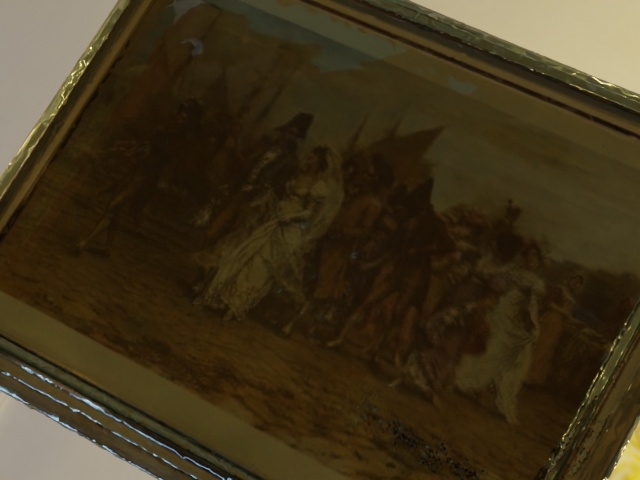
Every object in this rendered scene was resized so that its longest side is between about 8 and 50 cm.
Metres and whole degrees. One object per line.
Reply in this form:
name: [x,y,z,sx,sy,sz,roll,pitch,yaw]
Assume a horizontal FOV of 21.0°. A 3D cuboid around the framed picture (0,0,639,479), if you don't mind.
framed picture: [0.000,0.000,0.638,0.274,0.017,0.217,24,-105,23]
